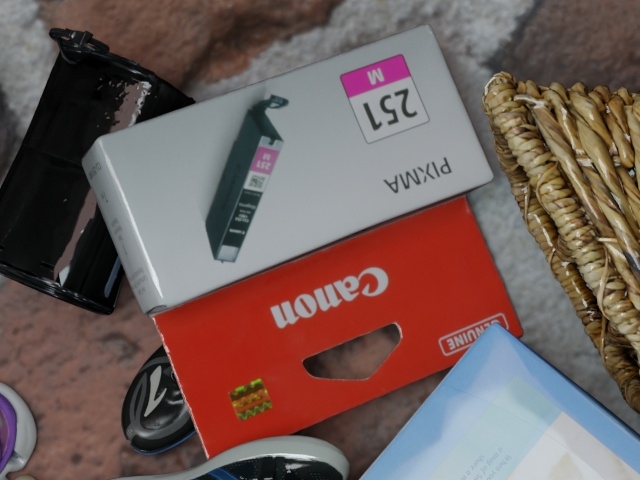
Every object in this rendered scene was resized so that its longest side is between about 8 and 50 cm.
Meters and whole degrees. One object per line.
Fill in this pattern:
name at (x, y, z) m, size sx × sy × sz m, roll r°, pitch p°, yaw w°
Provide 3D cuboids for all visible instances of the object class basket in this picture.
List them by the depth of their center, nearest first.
basket at (0.215, 0.024, 1.287) m, size 0.223 × 0.299 × 0.213 m, roll 4°, pitch 83°, yaw 7°

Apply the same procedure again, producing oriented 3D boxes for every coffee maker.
coffee maker at (-0.184, -0.048, 1.426) m, size 0.120 × 0.171 × 0.178 m, roll 16°, pitch 80°, yaw 43°

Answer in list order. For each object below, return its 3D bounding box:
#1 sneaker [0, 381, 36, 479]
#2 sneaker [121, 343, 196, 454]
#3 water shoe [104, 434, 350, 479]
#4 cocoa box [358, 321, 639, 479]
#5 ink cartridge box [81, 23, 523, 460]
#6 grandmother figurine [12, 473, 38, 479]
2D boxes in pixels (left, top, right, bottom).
sneaker at (-0.320, 0.198, 1.442) m, size 0.095 × 0.104 × 0.236 m, roll 42°, pitch 90°, yaw 11°
sneaker at (-0.084, 0.079, 1.436) m, size 0.067 × 0.078 × 0.188 m, roll 44°, pitch 90°, yaw 13°
water shoe at (-0.073, 0.196, 1.320) m, size 0.203 × 0.073 × 0.080 m, roll -15°, pitch 48°, yaw 7°
cocoa box at (0.101, 0.263, 1.302) m, size 0.231 × 0.228 × 0.347 m, roll 40°, pitch 89°, yaw 12°
ink cartridge box at (0.000, 0.000, 1.373) m, size 0.275 × 0.060 × 0.239 m, roll -21°, pitch 85°, yaw -22°
grandmother figurine at (-0.219, 0.268, 1.382) m, size 0.342 × 0.104 × 0.208 m, roll -15°, pitch 39°, yaw -2°
